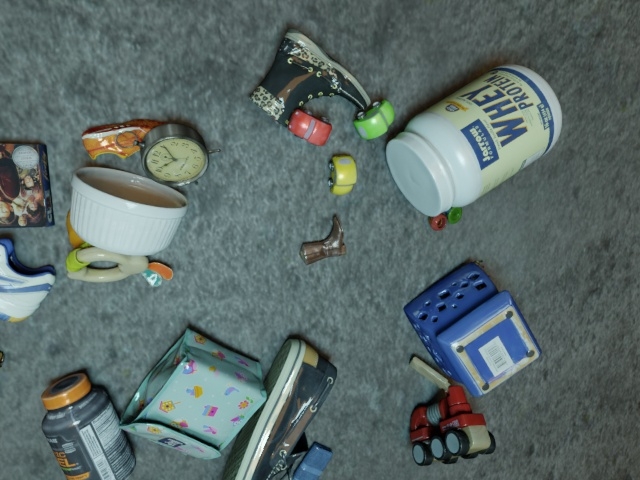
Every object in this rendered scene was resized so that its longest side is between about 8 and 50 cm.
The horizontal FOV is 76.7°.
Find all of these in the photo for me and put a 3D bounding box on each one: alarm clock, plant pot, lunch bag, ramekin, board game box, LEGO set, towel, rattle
[{"bbox_3d":[-0.312,-0.179,0.813,0.192,0.064,0.129,12,132,-46],"label":"alarm clock"},{"bbox_3d":[0.388,0.232,1.023,0.235,0.212,0.236,-34,106,0],"label":"plant pot"},{"bbox_3d":[-0.287,0.368,0.909,0.223,0.160,0.262,36,97,-25],"label":"lunch bag"},{"bbox_3d":[-0.375,-0.055,0.787,0.207,0.207,0.109,19,104,-17],"label":"ramekin"},{"bbox_3d":[-0.663,-0.104,0.779,0.243,0.042,0.165,-3,101,-15],"label":"board game box"},{"bbox_3d":[0.444,0.097,1.129,0.054,0.023,0.083,6,85,-18],"label":"LEGO set"},{"bbox_3d":[-0.022,0.606,1.090,0.067,0.029,0.120,33,91,-18],"label":"towel"},{"bbox_3d":[-0.430,0.021,0.872,0.199,0.143,0.130,-1,133,-30],"label":"rattle"}]

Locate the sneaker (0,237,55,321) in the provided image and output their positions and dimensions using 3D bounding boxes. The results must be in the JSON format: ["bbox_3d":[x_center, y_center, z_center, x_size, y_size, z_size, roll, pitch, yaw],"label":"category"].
[{"bbox_3d":[-0.664,0.029,0.769,0.131,0.112,0.296,-51,124,-8],"label":"sneaker"}]

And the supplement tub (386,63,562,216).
[{"bbox_3d":[0.339,-0.222,0.926,0.324,0.235,0.236,-33,107,-8],"label":"supplement tub"}]

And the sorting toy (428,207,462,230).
[{"bbox_3d":[0.320,-0.067,1.057,0.101,0.042,0.061,-26,122,-21],"label":"sorting toy"}]

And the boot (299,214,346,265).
[{"bbox_3d":[0.000,0.000,0.983,0.114,0.037,0.107,-12,101,-8],"label":"boot"}]

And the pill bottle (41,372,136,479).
[{"bbox_3d":[-0.505,0.414,0.872,0.130,0.130,0.246,-18,104,-11],"label":"pill bottle"}]

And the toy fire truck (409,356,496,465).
[{"bbox_3d":[0.312,0.457,1.092,0.158,0.247,0.217,10,141,-23],"label":"toy fire truck"}]

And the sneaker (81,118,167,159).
[{"bbox_3d":[-0.390,-0.208,0.834,0.175,0.064,0.068,-12,125,-9],"label":"sneaker"}]

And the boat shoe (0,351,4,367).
[{"bbox_3d":[-0.689,0.254,0.827,0.060,0.064,0.178,-4,99,-12],"label":"boat shoe"}]

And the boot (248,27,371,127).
[{"bbox_3d":[-0.022,-0.319,0.897,0.236,0.085,0.179,33,97,-22],"label":"boot"}]

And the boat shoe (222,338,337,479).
[{"bbox_3d":[-0.110,0.486,0.967,0.155,0.187,0.501,26,87,-12],"label":"boat shoe"}]

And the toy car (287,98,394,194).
[{"bbox_3d":[0.074,-0.231,0.902,0.225,0.053,0.239,-35,126,3],"label":"toy car"}]
